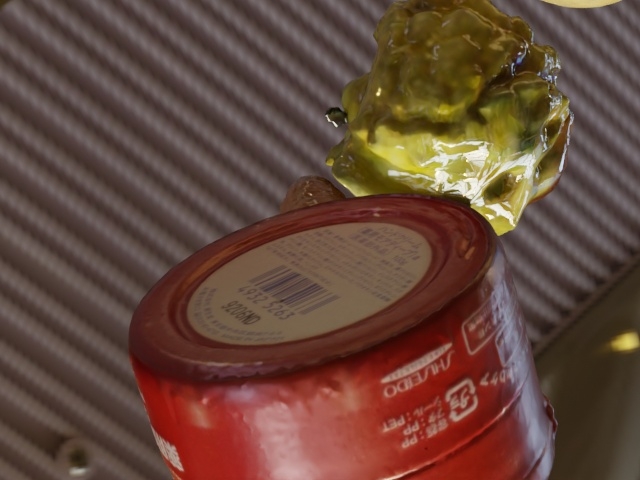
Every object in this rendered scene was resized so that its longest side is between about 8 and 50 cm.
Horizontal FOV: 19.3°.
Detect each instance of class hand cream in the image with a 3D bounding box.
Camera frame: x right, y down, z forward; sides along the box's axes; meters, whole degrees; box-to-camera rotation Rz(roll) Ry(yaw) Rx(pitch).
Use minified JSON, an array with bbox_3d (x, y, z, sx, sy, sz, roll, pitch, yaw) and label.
[{"bbox_3d":[0.010,0.069,0.913,0.193,0.193,0.125,-33,-63,-37],"label":"hand cream"}]

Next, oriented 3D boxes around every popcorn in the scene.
[{"bbox_3d":[0.091,-0.089,1.419,0.189,0.169,0.218,-55,-33,4],"label":"popcorn"}]

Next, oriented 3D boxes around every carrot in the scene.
[{"bbox_3d":[0.000,0.000,1.293,0.072,0.205,0.072,-3,-66,-6],"label":"carrot"}]

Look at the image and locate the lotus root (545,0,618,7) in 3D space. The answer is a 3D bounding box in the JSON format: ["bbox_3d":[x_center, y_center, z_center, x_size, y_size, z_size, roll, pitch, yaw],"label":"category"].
[{"bbox_3d":[0.267,-0.307,1.748,0.310,0.183,0.182,-12,-93,-54],"label":"lotus root"}]
